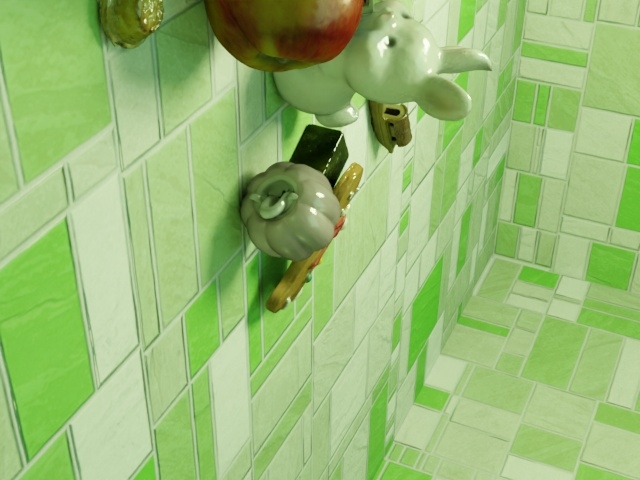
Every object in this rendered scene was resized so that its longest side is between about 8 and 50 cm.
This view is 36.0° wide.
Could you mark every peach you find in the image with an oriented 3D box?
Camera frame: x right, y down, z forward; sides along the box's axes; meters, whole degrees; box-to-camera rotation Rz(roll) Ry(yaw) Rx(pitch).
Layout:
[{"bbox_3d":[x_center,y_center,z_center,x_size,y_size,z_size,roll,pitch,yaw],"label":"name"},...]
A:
[{"bbox_3d":[-0.055,-0.383,1.425,0.281,0.238,0.280,6,83,-55],"label":"peach"}]

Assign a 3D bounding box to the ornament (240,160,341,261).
[{"bbox_3d":[-0.057,-0.055,1.746,0.177,0.178,0.177,15,90,-70],"label":"ornament"}]

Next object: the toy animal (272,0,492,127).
[{"bbox_3d":[0.105,-0.302,1.746,0.196,0.368,0.241,-64,146,-36],"label":"toy animal"}]

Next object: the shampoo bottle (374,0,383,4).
[{"bbox_3d":[0.104,-0.561,1.954,0.118,0.076,0.314,19,86,-62],"label":"shampoo bottle"}]

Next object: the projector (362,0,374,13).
[{"bbox_3d":[0.034,-0.535,1.591,0.259,0.079,0.257,-111,-168,-44],"label":"projector"}]

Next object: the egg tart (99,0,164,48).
[{"bbox_3d":[-0.234,-0.307,1.266,0.129,0.049,0.128,14,90,-72],"label":"egg tart"}]

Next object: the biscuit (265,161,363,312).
[{"bbox_3d":[0.000,0.000,1.936,0.339,0.047,0.216,-59,174,15],"label":"biscuit"}]

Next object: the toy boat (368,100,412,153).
[{"bbox_3d":[0.166,-0.287,2.304,0.226,0.088,0.068,72,38,-58],"label":"toy boat"}]

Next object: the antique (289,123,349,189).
[{"bbox_3d":[-0.025,-0.114,1.924,0.221,0.081,0.080,-65,157,-24],"label":"antique"}]
